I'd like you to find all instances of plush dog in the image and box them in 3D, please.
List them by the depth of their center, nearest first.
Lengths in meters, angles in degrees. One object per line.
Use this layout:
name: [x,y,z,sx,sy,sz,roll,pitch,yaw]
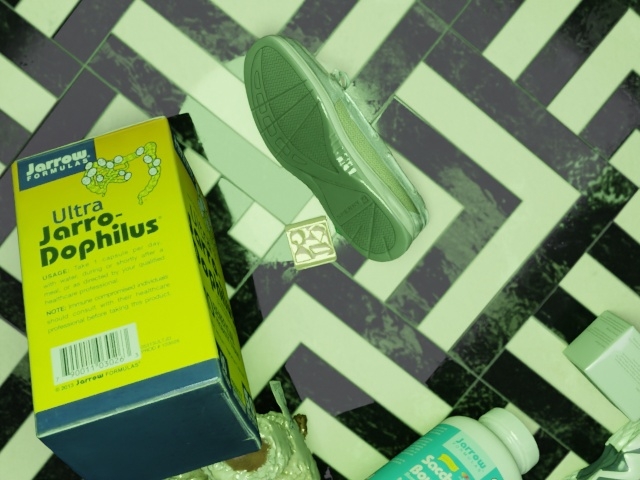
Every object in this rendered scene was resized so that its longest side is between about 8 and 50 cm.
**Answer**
plush dog: [-0.121,0.316,1.240,0.225,0.210,0.262,-23,113,9]

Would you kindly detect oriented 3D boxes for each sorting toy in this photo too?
sorting toy: [0.000,0.000,1.286,0.083,0.012,0.062,-15,94,4]

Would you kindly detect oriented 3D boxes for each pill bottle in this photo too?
pill bottle: [0.156,0.323,1.245,0.264,0.146,0.146,-32,99,-24]

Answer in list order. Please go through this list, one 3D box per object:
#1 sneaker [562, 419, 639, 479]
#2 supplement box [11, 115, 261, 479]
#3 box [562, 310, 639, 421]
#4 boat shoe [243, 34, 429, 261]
sneaker: [0.404,0.369,1.312,0.235,0.094,0.153,-42,89,-6]
supplement box: [-0.211,0.071,1.106,0.195,0.194,0.356,-17,57,0]
box: [0.393,0.164,1.279,0.087,0.102,0.101,-44,98,2]
boat shoe: [0.022,-0.124,1.231,0.118,0.103,0.320,-34,96,43]
